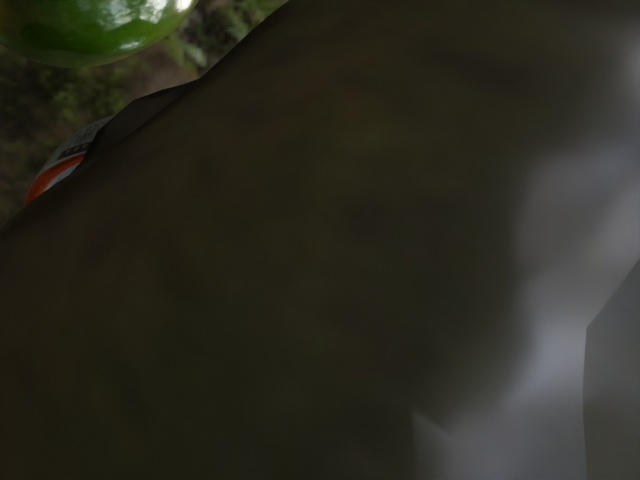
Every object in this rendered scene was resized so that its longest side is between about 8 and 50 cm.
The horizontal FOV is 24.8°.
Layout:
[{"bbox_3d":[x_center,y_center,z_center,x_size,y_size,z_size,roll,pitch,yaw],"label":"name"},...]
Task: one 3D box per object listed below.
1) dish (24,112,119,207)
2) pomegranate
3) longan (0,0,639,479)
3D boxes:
[{"bbox_3d":[-0.147,-0.033,1.409,0.117,0.256,0.256,-76,163,-48],"label":"dish"},{"bbox_3d":[-0.246,-0.282,1.274,0.358,0.216,0.310,-44,112,-26],"label":"pomegranate"},{"bbox_3d":[0.032,0.062,0.534,0.361,0.361,0.361,3,90,-76],"label":"longan"}]
